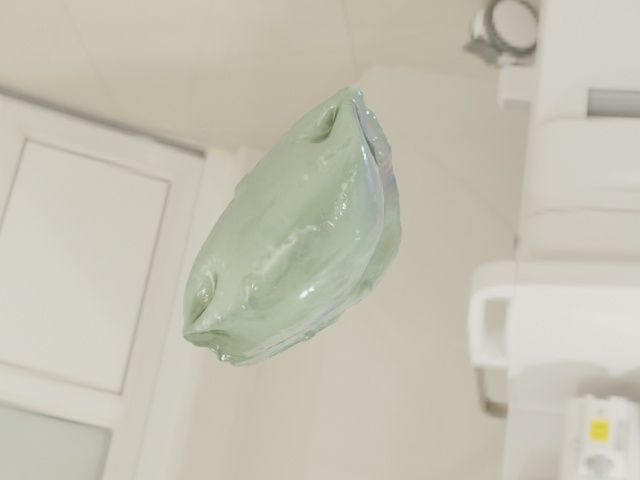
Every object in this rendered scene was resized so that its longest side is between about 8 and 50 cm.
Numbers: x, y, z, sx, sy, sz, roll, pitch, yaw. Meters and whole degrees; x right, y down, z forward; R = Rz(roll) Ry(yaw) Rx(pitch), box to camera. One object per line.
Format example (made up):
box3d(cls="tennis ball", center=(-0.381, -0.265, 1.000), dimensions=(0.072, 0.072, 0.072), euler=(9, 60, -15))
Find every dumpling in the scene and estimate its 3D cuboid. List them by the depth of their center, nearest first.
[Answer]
box3d(cls="dumpling", center=(-0.011, -0.006, 0.917), dimensions=(0.105, 0.216, 0.149), euler=(32, -171, 14))
